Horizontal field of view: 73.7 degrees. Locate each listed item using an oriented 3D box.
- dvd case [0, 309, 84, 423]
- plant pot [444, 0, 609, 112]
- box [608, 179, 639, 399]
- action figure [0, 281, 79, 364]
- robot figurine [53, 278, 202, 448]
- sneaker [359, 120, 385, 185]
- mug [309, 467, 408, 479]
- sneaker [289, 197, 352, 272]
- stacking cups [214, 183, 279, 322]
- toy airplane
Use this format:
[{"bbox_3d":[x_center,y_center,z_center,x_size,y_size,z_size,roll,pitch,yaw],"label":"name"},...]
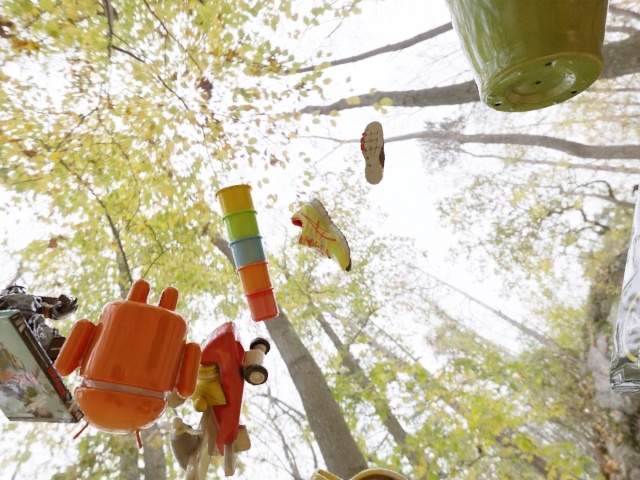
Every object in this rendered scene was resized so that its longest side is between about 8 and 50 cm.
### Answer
[{"bbox_3d":[-0.271,0.115,0.378,0.087,0.013,0.119,-6,-64,18],"label":"dvd case"},{"bbox_3d":[0.462,-0.494,0.945,0.366,0.366,0.353,1,-103,-18],"label":"plant pot"},{"bbox_3d":[0.413,-0.044,0.386,0.097,0.318,0.395,18,-105,11],"label":"box"},{"bbox_3d":[-0.533,0.145,0.766,0.185,0.285,0.099,-5,-64,-38],"label":"action figure"},{"bbox_3d":[-0.265,0.168,0.603,0.158,0.128,0.219,42,-130,-51],"label":"robot figurine"},{"bbox_3d":[0.136,-0.219,1.078,0.061,0.065,0.158,5,-79,22],"label":"sneaker"},{"bbox_3d":[0.037,0.188,0.309,0.062,0.064,0.078,-32,-108,-8],"label":"mug"},{"bbox_3d":[0.000,0.000,0.978,0.094,0.208,0.081,-28,-33,-10],"label":"sneaker"},{"bbox_3d":[-0.165,0.031,0.999,0.096,0.096,0.316,-14,-97,-13],"label":"stacking cups"},{"bbox_3d":[-0.297,0.431,1.141,0.272,0.386,0.384,10,-114,-8],"label":"toy airplane"}]
